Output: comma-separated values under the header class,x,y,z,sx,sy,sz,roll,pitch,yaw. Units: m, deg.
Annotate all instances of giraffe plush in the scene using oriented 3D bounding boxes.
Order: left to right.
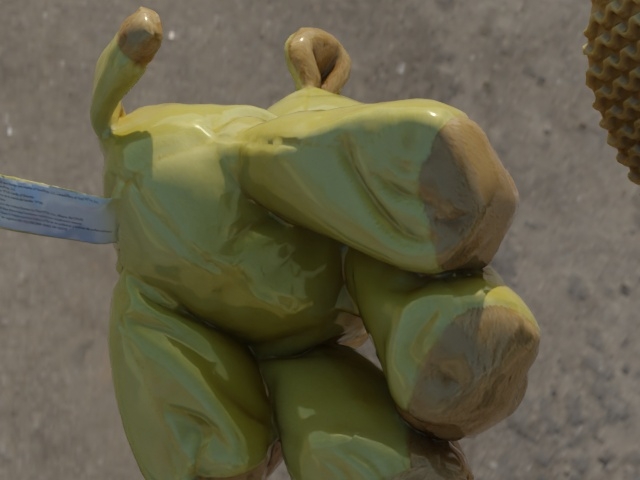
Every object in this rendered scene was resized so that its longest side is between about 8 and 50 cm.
class,x,y,z,sx,sy,sz,roll,pitch,yaw
giraffe plush,0.000,0.000,0.631,0.210,0.181,0.170,29,22,17

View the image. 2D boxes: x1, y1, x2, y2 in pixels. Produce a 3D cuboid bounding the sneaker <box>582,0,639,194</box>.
class,x,y,z,sx,sy,sz,roll,pitch,yaw
sneaker,0.162,-0.024,0.547,0.084,0.069,0.185,-33,92,-17
